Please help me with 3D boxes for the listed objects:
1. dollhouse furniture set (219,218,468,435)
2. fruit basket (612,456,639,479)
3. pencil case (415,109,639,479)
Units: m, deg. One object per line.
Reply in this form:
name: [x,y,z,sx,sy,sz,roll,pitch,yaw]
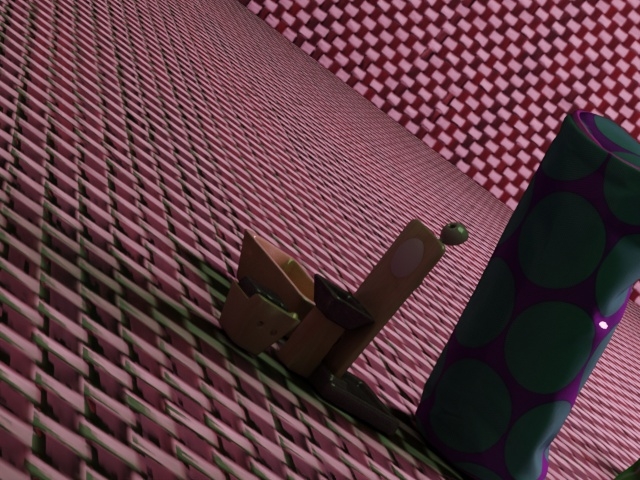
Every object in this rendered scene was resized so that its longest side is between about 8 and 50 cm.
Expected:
dollhouse furniture set: [0.000,0.000,0.727,0.091,0.081,0.114,33,9,-35]
fruit basket: [0.241,0.191,0.608,0.353,0.165,0.327,57,13,16]
pencil case: [0.097,0.027,0.759,0.070,0.152,0.064,19,13,-38]
